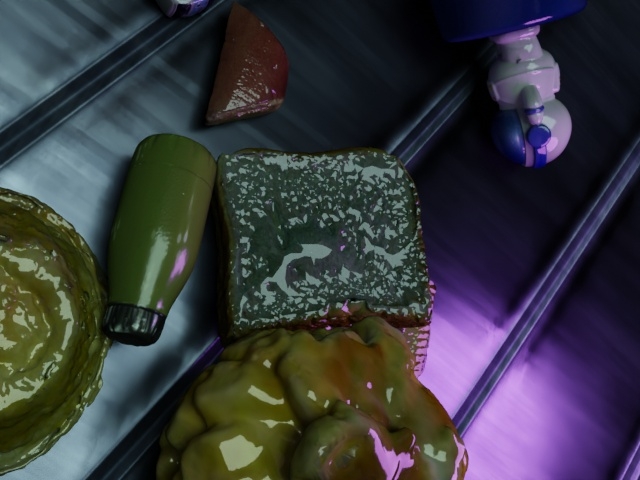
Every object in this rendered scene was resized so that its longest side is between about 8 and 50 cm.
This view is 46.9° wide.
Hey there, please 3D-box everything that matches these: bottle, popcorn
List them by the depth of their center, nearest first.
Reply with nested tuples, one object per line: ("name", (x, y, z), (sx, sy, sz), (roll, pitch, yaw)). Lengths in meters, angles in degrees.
("popcorn", (-0.009, 0.279, 0.893), (0.344, 0.353, 0.390), (-51, 152, -48))
("bottle", (-0.206, 0.000, 0.920), (0.112, 0.112, 0.260), (22, 63, -26))

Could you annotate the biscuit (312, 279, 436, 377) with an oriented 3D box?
("biscuit", (0.060, 0.116, 1.120), (0.254, 0.029, 0.172), (18, 76, -25))

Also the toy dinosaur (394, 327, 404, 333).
("toy dinosaur", (0.092, 0.079, 1.108), (0.108, 0.032, 0.220), (-18, 82, -25))

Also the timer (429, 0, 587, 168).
("timer", (0.340, -0.309, 1.265), (0.270, 0.270, 0.384), (-24, 108, -32))

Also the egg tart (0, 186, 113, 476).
("egg tart", (-0.380, 0.097, 0.807), (0.345, 0.132, 0.346), (5, 80, -32))

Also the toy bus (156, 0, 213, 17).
("toy bus", (-0.209, -0.371, 1.029), (0.075, 0.060, 0.123), (-32, 97, -26))

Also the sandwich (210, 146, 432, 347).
("sandwich", (0.000, 0.000, 1.030), (0.301, 0.099, 0.271), (-3, 79, -17))

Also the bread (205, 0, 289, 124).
("bread", (-0.097, -0.241, 1.069), (0.119, 0.067, 0.193), (17, 73, -28))
